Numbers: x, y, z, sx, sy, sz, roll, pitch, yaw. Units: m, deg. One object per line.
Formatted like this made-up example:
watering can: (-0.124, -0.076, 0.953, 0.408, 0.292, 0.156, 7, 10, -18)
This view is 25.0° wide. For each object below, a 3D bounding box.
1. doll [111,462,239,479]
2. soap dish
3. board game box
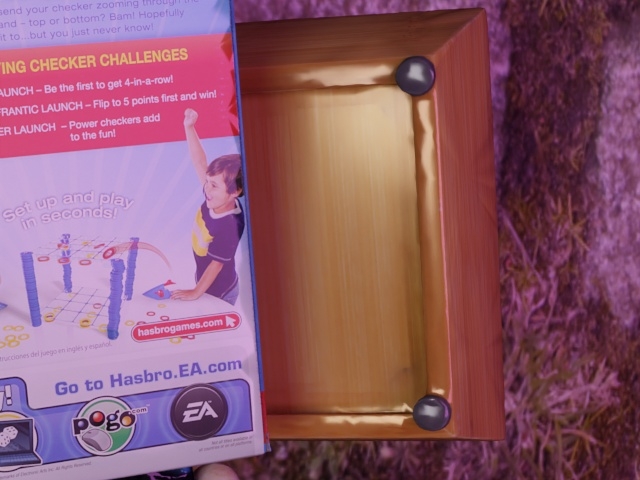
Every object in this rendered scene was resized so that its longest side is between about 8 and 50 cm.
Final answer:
doll: (-0.141, 0.174, 0.945, 0.189, 0.046, 0.129, -6, 133, -27)
soap dish: (0.000, 0.000, 0.950, 0.118, 0.228, 0.291, -35, 122, -73)
board game box: (-0.196, -0.010, 0.814, 0.308, 0.086, 0.302, -6, 99, -18)
